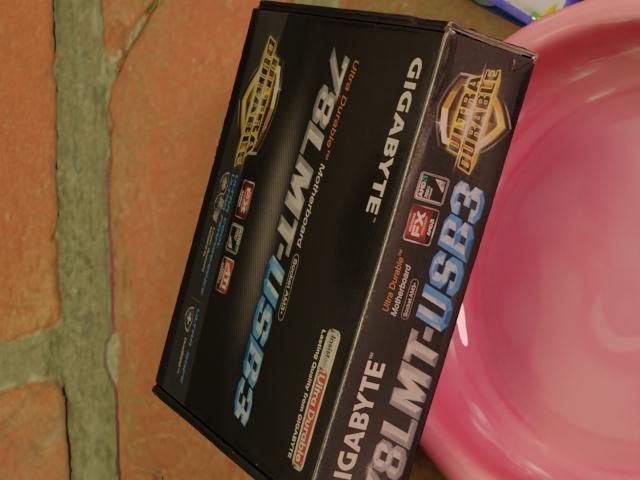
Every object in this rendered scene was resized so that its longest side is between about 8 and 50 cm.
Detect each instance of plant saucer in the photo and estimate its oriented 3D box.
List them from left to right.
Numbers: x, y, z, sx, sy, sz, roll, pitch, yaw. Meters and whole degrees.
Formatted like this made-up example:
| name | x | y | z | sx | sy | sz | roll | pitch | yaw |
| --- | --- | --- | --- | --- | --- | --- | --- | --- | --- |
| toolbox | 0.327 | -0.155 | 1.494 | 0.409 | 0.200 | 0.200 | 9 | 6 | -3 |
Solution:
| name | x | y | z | sx | sy | sz | roll | pitch | yaw |
| --- | --- | --- | --- | --- | --- | --- | --- | --- | --- |
| plant saucer | 0.188 | 0.019 | 0.995 | 0.332 | 0.084 | 0.332 | -9 | 74 | 34 |

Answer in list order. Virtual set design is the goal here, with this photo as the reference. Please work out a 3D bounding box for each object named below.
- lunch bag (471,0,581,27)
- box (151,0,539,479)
| name | x | y | z | sx | sy | sz | roll | pitch | yaw |
| --- | --- | --- | --- | --- | --- | --- | --- | --- | --- |
| lunch bag | 0.126 | -0.218 | 1.099 | 0.151 | 0.096 | 0.129 | 33 | 97 | 23 |
| box | 0.000 | 0.000 | 1.060 | 0.293 | 0.073 | 0.296 | 25 | 100 | 66 |
